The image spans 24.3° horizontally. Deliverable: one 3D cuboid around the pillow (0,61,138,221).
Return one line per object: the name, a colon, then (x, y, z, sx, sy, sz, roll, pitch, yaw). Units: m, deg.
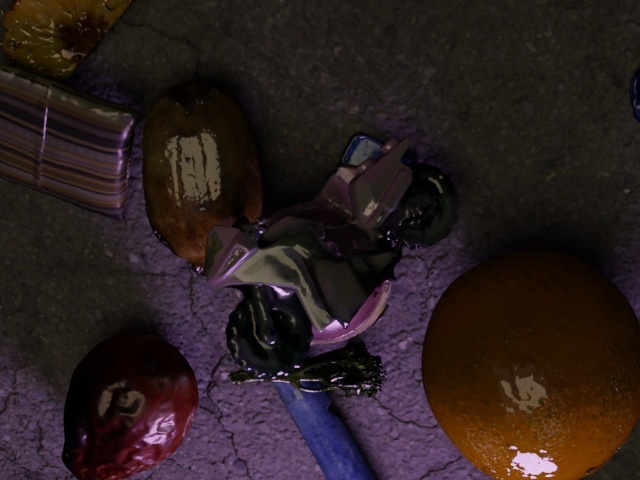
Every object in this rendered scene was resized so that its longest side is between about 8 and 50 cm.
pillow: (-0.327, -0.121, 1.813, 0.208, 0.052, 0.212, 19, 143, 3)

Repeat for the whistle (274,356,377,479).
whistle: (0.025, 0.285, 1.941, 0.062, 0.062, 0.304, -22, 108, 21)

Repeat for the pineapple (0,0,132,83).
pineapple: (-0.307, -0.278, 1.747, 0.135, 0.079, 0.233, 45, 119, -9)

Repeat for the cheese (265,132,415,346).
cheese: (0.015, 0.009, 1.808, 0.189, 0.074, 0.286, 27, 105, -3)

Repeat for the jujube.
jujube: (-0.258, 0.227, 1.930, 0.168, 0.168, 0.236, 34, 120, -3)

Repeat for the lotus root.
lotus root: (-0.140, -0.065, 1.779, 0.145, 0.128, 0.260, 3, 117, 18)

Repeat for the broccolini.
broccolini: (-0.019, 0.171, 1.856, 0.201, 0.074, 0.058, -7, 115, -11)

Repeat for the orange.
orange: (0.246, 0.146, 1.707, 0.274, 0.274, 0.274, 5, 115, 11)

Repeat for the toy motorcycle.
toy motorcycle: (0.000, 0.000, 1.699, 0.327, 0.143, 0.188, -41, 97, -8)

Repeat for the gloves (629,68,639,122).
gloves: (0.379, -0.170, 1.665, 0.064, 0.026, 0.086, 34, 118, -1)
